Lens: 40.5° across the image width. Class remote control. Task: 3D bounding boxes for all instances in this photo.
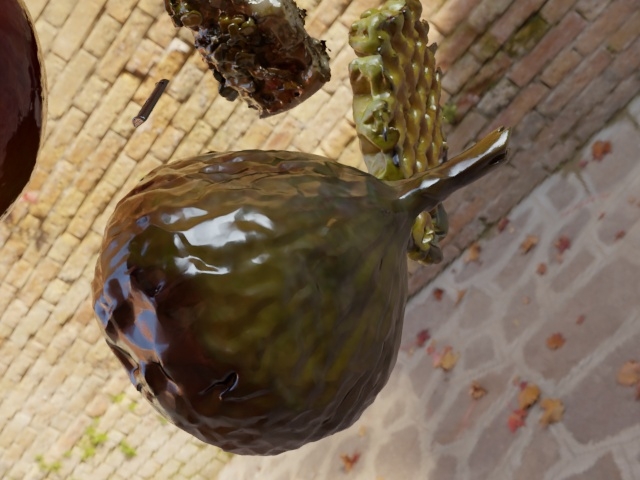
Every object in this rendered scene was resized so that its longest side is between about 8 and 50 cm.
[{"bbox_3d":[-0.251,-0.206,1.283,0.034,0.016,0.091,-24,35,46],"label":"remote control"}]

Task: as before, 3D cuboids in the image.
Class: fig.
[{"bbox_3d":[0.000,0.000,0.751,0.369,0.286,0.286,-38,21,6],"label":"fig"}]

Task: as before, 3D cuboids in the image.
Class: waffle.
[{"bbox_3d":[0.096,-0.118,0.991,0.062,0.329,0.329,-2,46,19],"label":"waffle"}]

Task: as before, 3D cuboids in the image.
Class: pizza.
[{"bbox_3d":[-0.084,-0.215,0.921,0.147,0.226,0.069,-3,50,35],"label":"pizza"}]

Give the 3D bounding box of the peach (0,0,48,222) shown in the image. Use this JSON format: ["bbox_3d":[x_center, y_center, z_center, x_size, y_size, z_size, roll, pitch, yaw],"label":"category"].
[{"bbox_3d":[-0.276,-0.101,0.544,0.200,0.243,0.243,-19,14,-13],"label":"peach"}]
